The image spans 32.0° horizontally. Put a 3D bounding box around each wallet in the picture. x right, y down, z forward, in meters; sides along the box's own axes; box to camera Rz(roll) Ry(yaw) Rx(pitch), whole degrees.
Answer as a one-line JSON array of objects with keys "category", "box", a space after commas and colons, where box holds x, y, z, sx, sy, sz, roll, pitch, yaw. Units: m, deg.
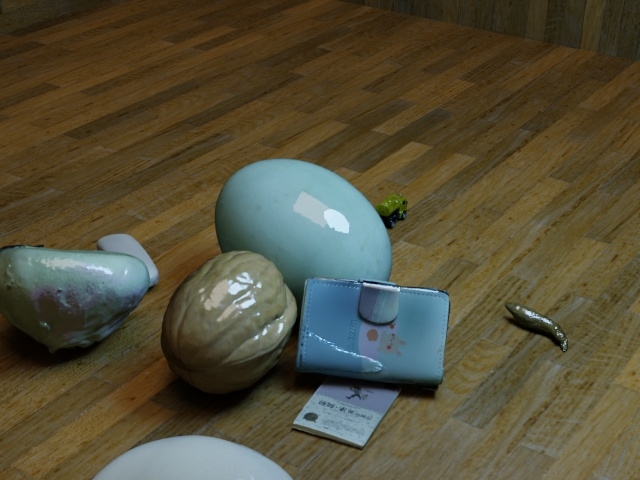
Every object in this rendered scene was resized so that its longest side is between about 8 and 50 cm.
[{"category": "wallet", "box": [0.089, 0.154, 1.897, 0.250, 0.176, 0.075, 7, -6, 1]}]

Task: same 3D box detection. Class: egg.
[{"category": "egg", "box": [-0.036, -0.003, 2.087, 0.276, 0.276, 0.389, -23, 48, -38]}]

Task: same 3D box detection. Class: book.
[{"category": "book", "box": [0.047, 0.274, 1.848, 0.127, 0.014, 0.181, 14, 30, 20]}]

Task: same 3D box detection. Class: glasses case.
[{"category": "glasses case", "box": [-0.387, 0.041, 2.228, 0.081, 0.051, 0.204, -13, 31, -23]}]

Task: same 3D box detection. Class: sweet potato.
[{"category": "sweet potato", "box": [0.407, 0.155, 2.074, 0.041, 0.038, 0.153, -41, 53, -20]}]

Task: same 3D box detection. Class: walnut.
[{"category": "walnut", "box": [-0.153, 0.136, 1.880, 0.225, 0.225, 0.261, 17, 38, 27]}]

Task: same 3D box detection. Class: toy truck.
[{"category": "toy truck", "box": [0.156, -0.069, 2.463, 0.049, 0.054, 0.083, 18, 31, 28]}]

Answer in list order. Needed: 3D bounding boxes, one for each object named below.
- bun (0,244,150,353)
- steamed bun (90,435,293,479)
[{"category": "bun", "box": [-0.447, 0.105, 1.975, 0.293, 0.187, 0.293, 5, 3, 0]}, {"category": "steamed bun", "box": [-0.169, 0.382, 1.432, 0.324, 0.206, 0.324, 0, 28, 0]}]
